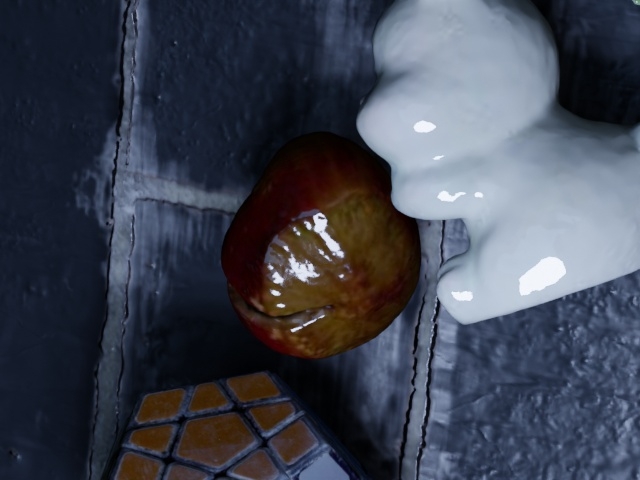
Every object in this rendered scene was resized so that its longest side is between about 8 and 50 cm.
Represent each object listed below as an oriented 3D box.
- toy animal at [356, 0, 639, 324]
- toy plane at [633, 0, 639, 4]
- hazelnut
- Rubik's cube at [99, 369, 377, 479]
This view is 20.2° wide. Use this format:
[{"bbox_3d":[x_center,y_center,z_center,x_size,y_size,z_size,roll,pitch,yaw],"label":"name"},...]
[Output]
[{"bbox_3d":[0.153,-0.127,1.473,0.241,0.196,0.367,-31,87,20],"label":"toy animal"},{"bbox_3d":[0.307,-0.205,1.463,0.102,0.040,0.111,-29,87,29],"label":"toy plane"},{"bbox_3d":[0.000,0.000,1.587,0.178,0.178,0.204,15,133,23],"label":"hazelnut"},{"bbox_3d":[-0.077,0.274,1.613,0.264,0.319,0.319,-42,79,-1],"label":"Rubik's cube"}]
